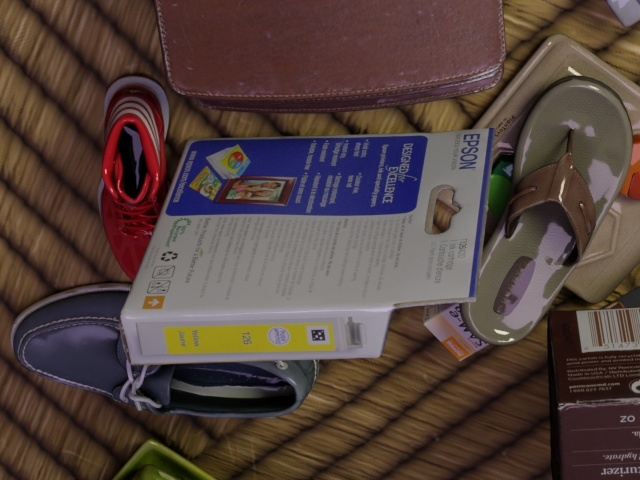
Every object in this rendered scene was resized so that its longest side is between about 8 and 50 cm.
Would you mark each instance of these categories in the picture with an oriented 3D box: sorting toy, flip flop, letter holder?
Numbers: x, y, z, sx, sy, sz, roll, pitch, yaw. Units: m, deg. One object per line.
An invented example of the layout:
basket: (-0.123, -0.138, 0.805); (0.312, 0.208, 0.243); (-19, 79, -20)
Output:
sorting toy: (0.222, -0.028, 1.874); (0.229, 0.041, 0.307); (32, 116, -14)
flip flop: (0.212, -0.020, 1.805); (0.112, 0.080, 0.277); (24, 105, -5)
letter holder: (0.016, -0.184, 1.736); (0.301, 0.152, 0.214); (-4, 121, 5)

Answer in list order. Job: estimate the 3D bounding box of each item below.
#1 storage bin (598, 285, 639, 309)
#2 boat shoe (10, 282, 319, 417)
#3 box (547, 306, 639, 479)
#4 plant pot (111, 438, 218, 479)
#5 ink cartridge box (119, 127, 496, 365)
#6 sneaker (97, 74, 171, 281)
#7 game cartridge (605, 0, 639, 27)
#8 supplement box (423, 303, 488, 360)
storage bin: (0.312, 0.093, 1.909); (0.135, 0.091, 0.098); (-32, 113, 17)
boat shoe: (-0.161, 0.121, 1.941); (0.319, 0.099, 0.116); (6, 120, -1)
box: (0.304, 0.187, 1.813); (0.168, 0.167, 0.203); (-4, 119, 4)
plant pot: (-0.161, 0.356, 1.998); (0.227, 0.207, 0.228); (35, 105, -16)
ink cartridge box: (0.000, 0.000, 1.736); (0.307, 0.304, 0.072); (0, 122, 9)
sneaker: (-0.184, -0.035, 1.839); (0.087, 0.128, 0.221); (-3, 118, 5)
game cartridge: (0.354, -0.372, 1.669); (0.355, 0.068, 0.230); (-31, 109, 18)
supplement box: (0.159, 0.069, 1.907); (0.098, 0.036, 0.062); (-33, 116, 25)
